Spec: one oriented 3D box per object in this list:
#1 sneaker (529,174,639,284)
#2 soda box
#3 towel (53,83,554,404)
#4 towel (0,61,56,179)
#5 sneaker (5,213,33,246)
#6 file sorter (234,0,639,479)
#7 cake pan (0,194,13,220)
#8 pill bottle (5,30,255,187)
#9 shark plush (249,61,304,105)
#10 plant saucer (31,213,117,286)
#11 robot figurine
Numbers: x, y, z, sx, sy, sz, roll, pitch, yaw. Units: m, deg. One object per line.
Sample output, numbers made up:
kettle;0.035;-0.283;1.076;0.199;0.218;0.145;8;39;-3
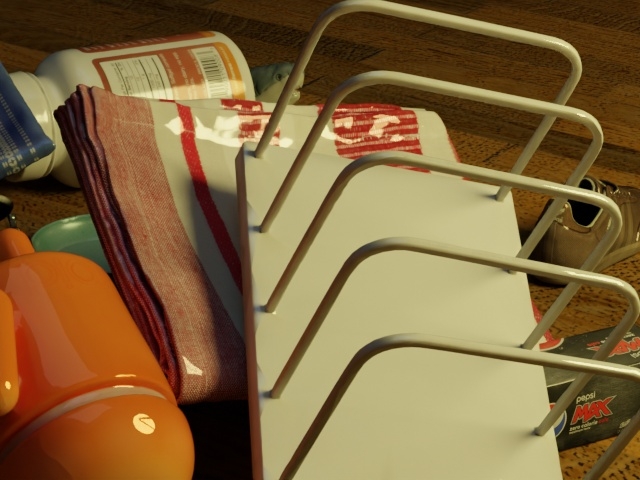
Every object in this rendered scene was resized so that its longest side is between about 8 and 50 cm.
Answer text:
sneaker;0.230;-0.023;1.555;0.066;0.071;0.188;14;25;25
soda box;0.158;0.102;1.267;0.169;0.053;0.060;-10;26;-30
towel;0.000;0.000;1.278;0.329;0.037;0.237;0;54;-38
towel;-0.386;-0.054;1.461;0.336;0.040;0.243;-23;29;-10
sneaker;-0.234;0.010;1.416;0.038;0.069;0.098;-11;27;-32
file sorter;0.071;0.014;1.135;0.193;0.173;0.278;10;47;-18
cake pan;-0.337;0.028;1.219;0.293;0.054;0.293;-13;-5;-1
pill bottle;-0.175;-0.111;1.649;0.216;0.121;0.121;-11;27;-30
shark plush;-0.081;-0.155;1.835;0.073;0.067;0.161;-18;31;-40
plant saucer;-0.166;0.010;1.486;0.119;0.021;0.119;2;23;-1
robot figurine;-0.154;0.095;1.101;0.128;0.158;0.219;-15;52;-26
